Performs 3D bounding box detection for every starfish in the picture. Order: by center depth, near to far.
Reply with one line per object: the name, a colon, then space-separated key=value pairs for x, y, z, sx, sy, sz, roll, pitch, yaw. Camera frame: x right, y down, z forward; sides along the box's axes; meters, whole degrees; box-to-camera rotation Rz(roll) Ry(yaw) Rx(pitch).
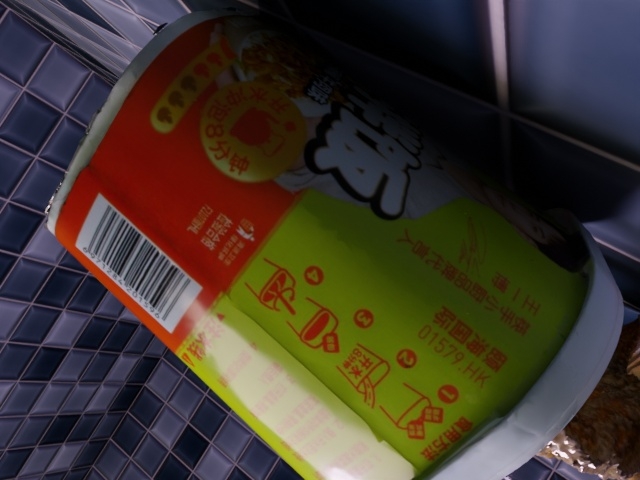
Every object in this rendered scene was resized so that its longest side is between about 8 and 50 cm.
starfish: x=0.264 y=0.142 z=0.484 sx=0.312 sy=0.113 sz=0.303 roll=33 pitch=-162 yaw=10

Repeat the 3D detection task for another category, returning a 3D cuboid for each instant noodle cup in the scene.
instant noodle cup: x=-0.002 y=0.006 z=0.429 sx=0.308 sy=0.294 sz=0.294 roll=40 pitch=178 yaw=-2

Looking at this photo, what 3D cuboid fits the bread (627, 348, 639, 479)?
bread: x=0.404 y=0.236 z=0.633 sx=0.136 sy=0.107 sz=0.241 roll=42 pitch=-149 yaw=-9
